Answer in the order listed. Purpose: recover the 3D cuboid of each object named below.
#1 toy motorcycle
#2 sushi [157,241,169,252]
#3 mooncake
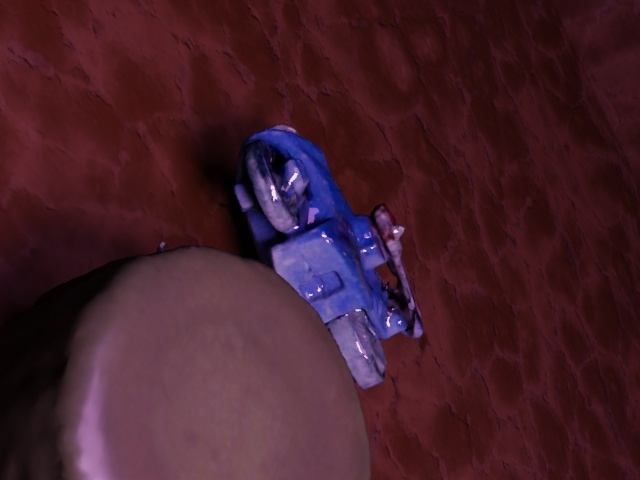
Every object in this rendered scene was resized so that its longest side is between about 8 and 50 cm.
[{"bbox_3d":[-0.022,0.011,1.490,0.182,0.241,0.319,-34,115,-17],"label":"toy motorcycle"},{"bbox_3d":[-0.143,0.104,1.338,0.139,0.031,0.201,55,35,-24],"label":"sushi"},{"bbox_3d":[-0.128,0.190,1.142,0.356,0.194,0.356,21,60,-42],"label":"mooncake"}]
